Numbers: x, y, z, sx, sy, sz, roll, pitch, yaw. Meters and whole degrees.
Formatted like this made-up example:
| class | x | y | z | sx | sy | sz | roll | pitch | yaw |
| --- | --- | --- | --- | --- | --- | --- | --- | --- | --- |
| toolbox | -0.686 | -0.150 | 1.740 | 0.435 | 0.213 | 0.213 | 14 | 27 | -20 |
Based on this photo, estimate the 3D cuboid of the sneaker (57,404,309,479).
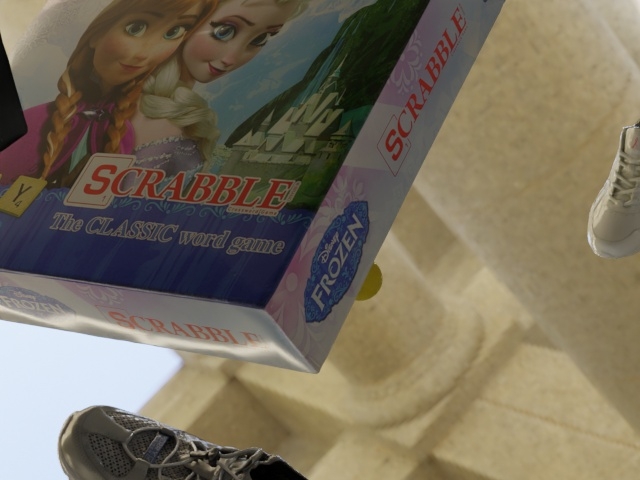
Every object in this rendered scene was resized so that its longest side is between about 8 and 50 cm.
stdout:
| class | x | y | z | sx | sy | sz | roll | pitch | yaw |
| --- | --- | --- | --- | --- | --- | --- | --- | --- | --- |
| sneaker | -0.084 | 0.200 | 1.183 | 0.105 | 0.281 | 0.115 | -68 | -178 | -49 |

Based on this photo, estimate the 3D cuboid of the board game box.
| class | x | y | z | sx | sy | sz | roll | pitch | yaw |
| --- | --- | --- | --- | --- | --- | --- | --- | --- | --- |
| board game box | -0.075 | -0.085 | 0.859 | 0.318 | 0.066 | 0.318 | 5 | -125 | 35 |

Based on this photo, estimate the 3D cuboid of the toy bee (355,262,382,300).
| class | x | y | z | sx | sy | sz | roll | pitch | yaw |
| --- | --- | --- | --- | --- | --- | --- | --- | --- | --- |
| toy bee | 0.000 | 0.000 | 1.584 | 0.162 | 0.195 | 0.298 | -53 | -153 | -6 |

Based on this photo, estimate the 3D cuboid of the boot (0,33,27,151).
| class | x | y | z | sx | sy | sz | roll | pitch | yaw |
| --- | --- | --- | --- | --- | --- | --- | --- | --- | --- |
| boot | -0.311 | -0.184 | 0.586 | 0.146 | 0.445 | 0.367 | 15 | -149 | 34 |

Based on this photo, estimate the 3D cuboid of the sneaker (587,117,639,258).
| class | x | y | z | sx | sy | sz | roll | pitch | yaw |
| --- | --- | --- | --- | --- | --- | --- | --- | --- | --- |
| sneaker | 0.389 | -0.085 | 1.745 | 0.090 | 0.115 | 0.232 | 14 | -121 | 29 |
